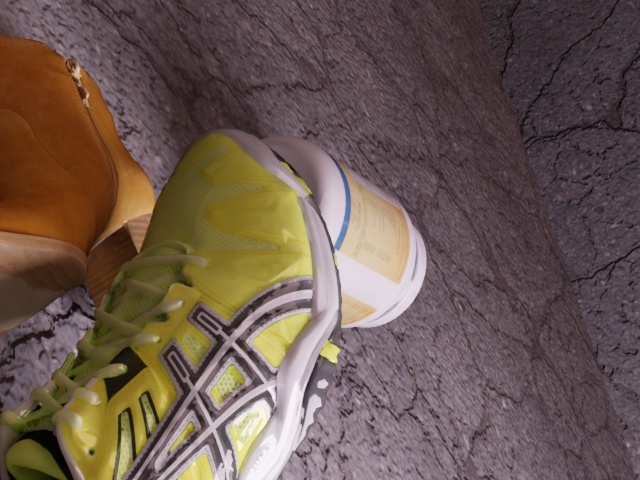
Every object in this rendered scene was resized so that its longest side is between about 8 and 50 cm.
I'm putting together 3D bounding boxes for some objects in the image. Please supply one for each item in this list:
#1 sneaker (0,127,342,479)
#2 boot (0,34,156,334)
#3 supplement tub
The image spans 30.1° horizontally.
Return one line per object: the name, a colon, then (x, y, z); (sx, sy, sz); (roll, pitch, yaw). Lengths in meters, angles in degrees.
sneaker: (-0.094, 0.096, 0.686); (0.147, 0.145, 0.384); (34, 56, -42)
boot: (-0.209, -0.048, 0.785); (0.211, 0.104, 0.295); (64, 17, 15)
supplement tub: (0.000, 0.000, 1.102); (0.200, 0.144, 0.144); (29, 40, -54)
